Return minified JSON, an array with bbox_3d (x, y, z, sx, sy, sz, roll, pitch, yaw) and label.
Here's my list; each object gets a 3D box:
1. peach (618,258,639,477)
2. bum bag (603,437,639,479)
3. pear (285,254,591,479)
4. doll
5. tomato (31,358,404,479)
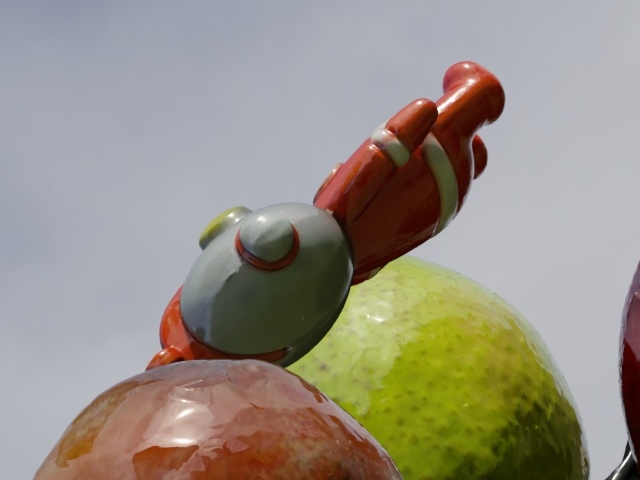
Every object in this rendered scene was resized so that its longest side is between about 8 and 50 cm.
[{"bbox_3d":[0.409,0.132,1.563,0.335,0.406,0.310,-14,-42,-4],"label":"peach"},{"bbox_3d":[0.235,0.290,1.622,0.310,0.074,0.137,-46,-64,-39],"label":"bum bag"},{"bbox_3d":[0.062,0.199,1.744,0.391,0.391,0.391,-28,-49,-38],"label":"pear"},{"bbox_3d":[0.000,0.000,1.400,0.336,0.105,0.200,-40,-19,-26],"label":"doll"},{"bbox_3d":[-0.055,0.137,0.955,0.214,0.180,0.155,-14,-73,-41],"label":"tomato"}]
